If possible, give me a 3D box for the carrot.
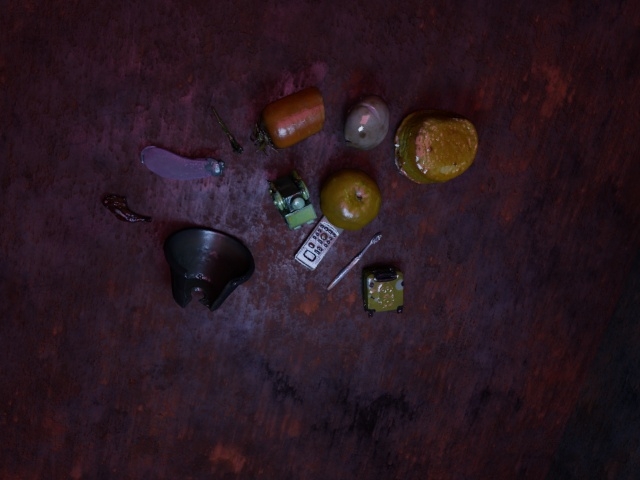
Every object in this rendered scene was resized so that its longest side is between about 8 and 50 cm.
[{"bbox_3d":[-0.146,-0.488,1.696,0.331,0.214,0.193,-26,78,-7],"label":"carrot"}]

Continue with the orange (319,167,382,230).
[{"bbox_3d":[0.128,-0.181,1.799,0.278,0.235,0.279,0,88,-16],"label":"orange"}]

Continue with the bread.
[{"bbox_3d":[0.517,-0.424,1.825,0.357,0.204,0.337,-6,100,-7],"label":"bread"}]

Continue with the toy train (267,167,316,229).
[{"bbox_3d":[-0.124,-0.178,1.741,0.159,0.272,0.188,-25,123,-6],"label":"toy train"}]

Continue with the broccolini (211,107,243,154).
[{"bbox_3d":[-0.397,-0.467,1.740,0.042,0.044,0.218,-25,102,13],"label":"broccolini"}]

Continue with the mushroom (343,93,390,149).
[{"bbox_3d":[0.193,-0.502,1.748,0.184,0.255,0.255,43,94,18],"label":"mushroom"}]

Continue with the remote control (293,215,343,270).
[{"bbox_3d":[0.000,0.000,1.917,0.123,0.038,0.285,37,95,-15],"label":"remote control"}]

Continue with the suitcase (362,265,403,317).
[{"bbox_3d":[0.298,0.237,1.973,0.193,0.143,0.235,-5,105,-8],"label":"suitcase"}]

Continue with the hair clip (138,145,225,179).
[{"bbox_3d":[-0.582,-0.319,1.723,0.358,0.110,0.096,2,63,-7],"label":"hair clip"}]

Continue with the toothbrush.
[{"bbox_3d":[0.163,0.104,1.976,0.028,0.037,0.375,42,96,-13],"label":"toothbrush"}]

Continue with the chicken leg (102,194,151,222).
[{"bbox_3d":[-0.829,-0.123,1.737,0.205,0.053,0.093,43,79,-20],"label":"chicken leg"}]

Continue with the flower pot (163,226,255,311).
[{"bbox_3d":[-0.495,0.140,1.744,0.379,0.379,0.251,17,121,-14],"label":"flower pot"}]
